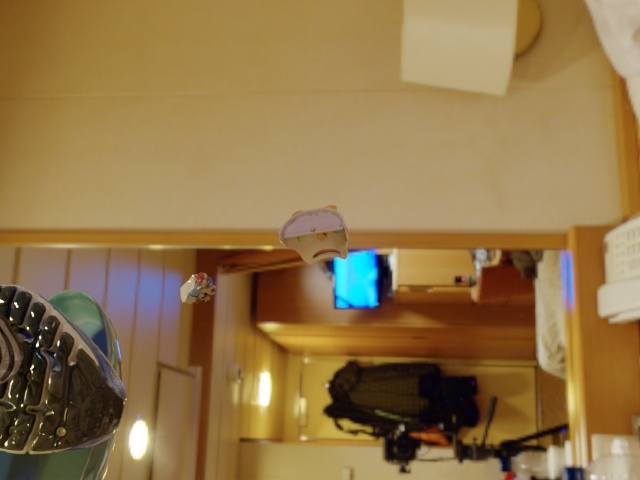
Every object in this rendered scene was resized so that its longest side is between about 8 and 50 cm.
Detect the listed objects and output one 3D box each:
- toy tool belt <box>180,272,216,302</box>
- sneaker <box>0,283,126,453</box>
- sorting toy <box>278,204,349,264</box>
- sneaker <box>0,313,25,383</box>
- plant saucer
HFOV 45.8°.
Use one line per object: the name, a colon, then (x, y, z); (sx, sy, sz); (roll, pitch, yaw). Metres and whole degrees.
toy tool belt: (-0.215, 0.086, 1.374); (0.083, 0.051, 0.052); (-39, 49, 39)
sneaker: (-0.272, 0.107, 0.705); (0.147, 0.330, 0.129); (26, -99, -47)
sorting toy: (0.000, 0.000, 0.936); (0.044, 0.083, 0.075); (-83, -20, -48)
sneaker: (-0.309, 0.043, 0.562); (0.223, 0.098, 0.083); (45, 176, 35)
plant saucer: (-0.294, 0.206, 0.787); (0.044, 0.318, 0.317); (28, -127, -37)
